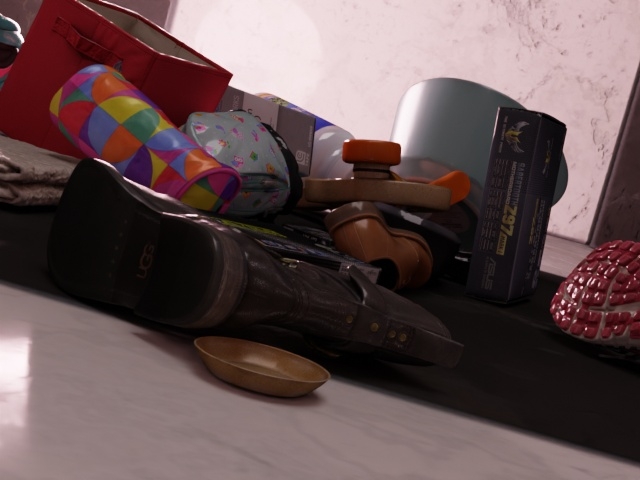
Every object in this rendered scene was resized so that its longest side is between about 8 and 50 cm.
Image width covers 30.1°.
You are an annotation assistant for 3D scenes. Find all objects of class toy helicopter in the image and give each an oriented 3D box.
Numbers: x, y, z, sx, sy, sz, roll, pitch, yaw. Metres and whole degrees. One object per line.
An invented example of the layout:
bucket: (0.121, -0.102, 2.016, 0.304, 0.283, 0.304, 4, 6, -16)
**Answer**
toy helicopter: (0.063, -0.067, 1.799, 0.235, 0.140, 0.355, 3, -1, -35)

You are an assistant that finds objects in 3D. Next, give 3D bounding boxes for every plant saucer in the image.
plant saucer: (-0.036, 0.076, 0.705, 0.083, 0.015, 0.083, 15, 6, -2)

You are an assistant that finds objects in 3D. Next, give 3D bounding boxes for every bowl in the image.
bowl: (0.224, -0.096, 1.924, 0.312, 0.163, 0.311, 27, -28, 16)

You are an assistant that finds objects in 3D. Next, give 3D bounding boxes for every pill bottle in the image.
pill bottle: (-0.028, -0.141, 2.033, 0.272, 0.152, 0.152, 29, 13, 35)

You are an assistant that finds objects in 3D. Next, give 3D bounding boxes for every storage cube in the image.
storage cube: (-0.262, -0.178, 1.481, 0.184, 0.193, 0.215, 34, 14, 21)

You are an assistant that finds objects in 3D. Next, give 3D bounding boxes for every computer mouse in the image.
computer mouse: (0.111, 0.013, 1.448, 0.189, 0.072, 0.272, 23, -1, 10)

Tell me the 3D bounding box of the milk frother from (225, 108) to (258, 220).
milk frother: (-0.116, -0.080, 1.639, 0.134, 0.129, 0.143, 54, -12, 20)

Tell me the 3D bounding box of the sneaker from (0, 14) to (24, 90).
sneaker: (-0.506, -0.248, 1.572, 0.124, 0.178, 0.296, 12, 16, 35)

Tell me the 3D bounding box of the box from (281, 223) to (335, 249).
box: (0.000, 0.000, 1.497, 0.083, 0.018, 0.067, 20, 7, 37)

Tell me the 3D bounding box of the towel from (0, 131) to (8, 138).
towel: (-0.357, -0.124, 1.701, 0.285, 0.034, 0.209, 12, 4, -43)

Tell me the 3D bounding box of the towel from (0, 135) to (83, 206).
towel: (-0.331, -0.076, 1.243, 0.187, 0.049, 0.282, 18, 5, 12)

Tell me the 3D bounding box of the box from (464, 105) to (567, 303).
box: (0.245, -0.042, 1.474, 0.059, 0.232, 0.183, 11, 4, 21)

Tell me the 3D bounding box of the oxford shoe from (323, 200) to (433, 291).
oxford shoe: (0.068, 0.027, 1.245, 0.076, 0.076, 0.212, -27, -24, 18)

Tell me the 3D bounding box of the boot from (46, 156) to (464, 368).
boot: (-0.053, 0.030, 0.852, 0.229, 0.091, 0.263, 18, 6, -41)

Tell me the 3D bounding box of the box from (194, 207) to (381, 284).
box: (-0.070, 0.008, 1.122, 0.191, 0.045, 0.184, 11, 9, -37)

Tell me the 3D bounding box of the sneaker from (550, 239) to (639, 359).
sneaker: (0.348, 0.089, 1.184, 0.112, 0.121, 0.299, 42, -8, -31)

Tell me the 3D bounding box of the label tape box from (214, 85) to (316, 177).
label tape box: (-0.208, -0.177, 1.848, 0.334, 0.105, 0.241, 15, -11, -44)

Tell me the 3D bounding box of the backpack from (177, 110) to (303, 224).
backpack: (-0.120, -0.092, 1.464, 0.182, 0.115, 0.152, -5, 49, -47)

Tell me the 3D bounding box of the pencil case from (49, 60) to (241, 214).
pencil case: (-0.187, -0.097, 1.264, 0.236, 0.104, 0.104, 42, 20, 32)
